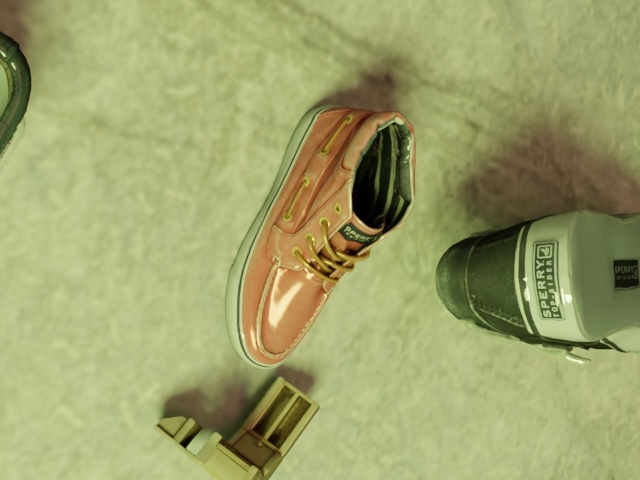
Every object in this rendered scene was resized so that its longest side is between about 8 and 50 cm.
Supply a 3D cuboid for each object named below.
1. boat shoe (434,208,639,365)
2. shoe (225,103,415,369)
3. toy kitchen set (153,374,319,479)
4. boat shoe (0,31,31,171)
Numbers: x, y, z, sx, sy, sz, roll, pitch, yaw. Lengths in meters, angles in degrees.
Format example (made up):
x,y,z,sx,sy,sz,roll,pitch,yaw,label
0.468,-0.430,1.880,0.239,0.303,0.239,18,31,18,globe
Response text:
x,y,z,sx,sy,sz,roll,pitch,yaw,label
0.182,0.036,0.657,0.306,0.105,0.113,-1,87,-56,boat shoe
0.000,0.000,0.552,0.064,0.081,0.177,22,85,-32,shoe
-0.050,0.108,0.550,0.068,0.083,0.075,34,75,11,toy kitchen set
-0.251,0.008,0.390,0.114,0.091,0.302,44,74,-29,boat shoe
